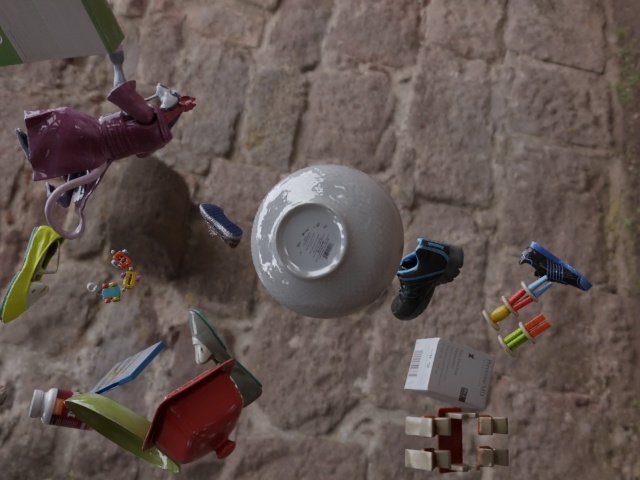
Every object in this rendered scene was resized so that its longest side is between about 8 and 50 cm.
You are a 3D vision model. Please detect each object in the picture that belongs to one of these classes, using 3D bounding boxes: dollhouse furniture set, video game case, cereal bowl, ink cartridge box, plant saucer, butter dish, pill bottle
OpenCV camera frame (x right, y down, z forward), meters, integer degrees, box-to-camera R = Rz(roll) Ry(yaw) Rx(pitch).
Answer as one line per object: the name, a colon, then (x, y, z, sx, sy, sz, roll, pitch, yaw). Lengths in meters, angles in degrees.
dollhouse furniture set: (0.311, 0.531, 1.794, 0.135, 0.262, 0.259, -13, 73, 52)
video game case: (-0.408, 0.272, 1.563, 0.166, 0.015, 0.119, -28, 14, 34)
cereal bowl: (0.000, 0.000, 1.587, 0.141, 0.338, 0.339, 9, -87, -72)
ink cartridge box: (-0.457, -0.371, 1.204, 0.171, 0.235, 0.056, 69, -153, -45)
plant saucer: (-0.345, 0.337, 1.342, 0.037, 0.241, 0.241, -60, -5, -27)
butter dish: (-0.178, 0.287, 1.167, 0.160, 0.118, 0.160, -27, -25, -41)
pill bottle: (-0.605, 0.398, 1.780, 0.086, 0.152, 0.086, -166, 90, -70)

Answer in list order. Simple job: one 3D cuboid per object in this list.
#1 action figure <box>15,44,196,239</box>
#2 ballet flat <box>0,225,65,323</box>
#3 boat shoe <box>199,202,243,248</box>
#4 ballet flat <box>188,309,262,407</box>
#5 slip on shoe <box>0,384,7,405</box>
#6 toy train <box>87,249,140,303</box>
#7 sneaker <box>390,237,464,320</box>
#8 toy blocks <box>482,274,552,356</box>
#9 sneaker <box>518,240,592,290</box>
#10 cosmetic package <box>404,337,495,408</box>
action figure: (-0.425, -0.216, 1.542, 0.248, 0.370, 0.276, 68, -178, -57)
ballet flat: (-0.607, 0.074, 1.603, 0.077, 0.077, 0.231, 112, 172, -63)
boat shoe: (-0.303, -0.042, 2.220, 0.183, 0.066, 0.066, 43, 129, 33)
ballet flat: (-0.195, 0.228, 1.421, 0.068, 0.213, 0.072, -42, 7, -21)
slip on shoe: (-0.746, 0.368, 1.661, 0.135, 0.051, 0.041, -51, -29, -69)
toy train: (-0.620, 0.115, 2.277, 0.166, 0.125, 0.046, -52, -2, -24)
sneaker: (0.266, 0.102, 2.109, 0.341, 0.139, 0.125, 122, 165, -46)
toy blocks: (0.417, 0.147, 1.515, 0.148, 0.054, 0.123, -40, 47, 16)
sneaker: (0.737, 0.102, 2.368, 0.090, 0.232, 0.081, -55, -16, 7)
cosmetic package: (0.359, 0.370, 2.092, 0.151, 0.183, 0.151, 151, 137, -70)
